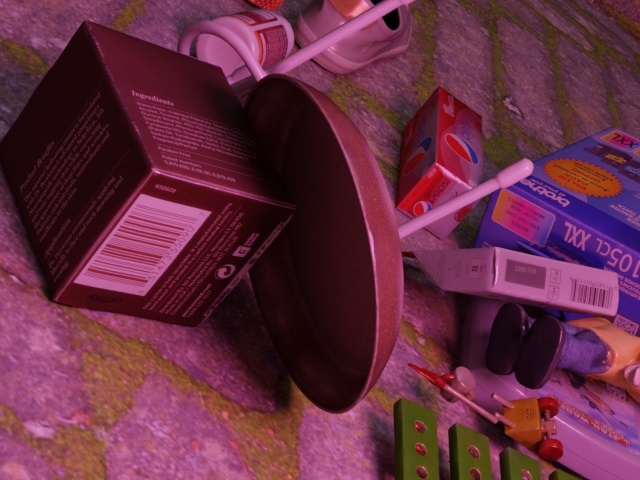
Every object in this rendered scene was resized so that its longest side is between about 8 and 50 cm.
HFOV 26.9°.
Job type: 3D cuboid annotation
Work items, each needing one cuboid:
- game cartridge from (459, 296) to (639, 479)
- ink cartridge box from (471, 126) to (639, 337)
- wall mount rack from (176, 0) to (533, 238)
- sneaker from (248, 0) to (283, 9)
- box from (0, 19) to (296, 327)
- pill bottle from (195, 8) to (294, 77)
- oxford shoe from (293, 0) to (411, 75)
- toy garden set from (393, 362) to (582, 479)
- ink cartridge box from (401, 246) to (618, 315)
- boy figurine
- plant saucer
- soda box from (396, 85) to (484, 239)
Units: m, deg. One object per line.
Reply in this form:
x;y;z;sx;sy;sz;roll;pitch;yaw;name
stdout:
0.297;0.192;1.567;0.297;0.062;0.198;31;22;-8;game cartridge
0.384;0.003;1.772;0.270;0.151;0.395;31;34;27;ink cartridge box
0.023;-0.101;1.337;0.130;0.304;0.350;-41;106;-38;wall mount rack
-0.132;-0.389;1.933;0.175;0.064;0.067;35;6;-24;sneaker
-0.161;-0.057;1.219;0.167;0.168;0.203;14;38;-43;box
-0.092;-0.252;1.722;0.086;0.086;0.152;44;26;6;pill bottle
0.081;-0.372;2.108;0.169;0.130;0.449;39;24;0;oxford shoe
0.165;0.220;1.357;0.244;0.049;0.203;27;40;-23;toy garden set
0.201;0.048;1.566;0.189;0.232;0.066;11;79;-32;ink cartridge box
0.313;0.134;1.515;0.285;0.092;0.177;16;2;-41;boy figurine
0.000;0.000;1.212;0.050;0.310;0.310;-13;52;-22;plant saucer
0.167;-0.113;1.853;0.083;0.092;0.263;34;26;-13;soda box
